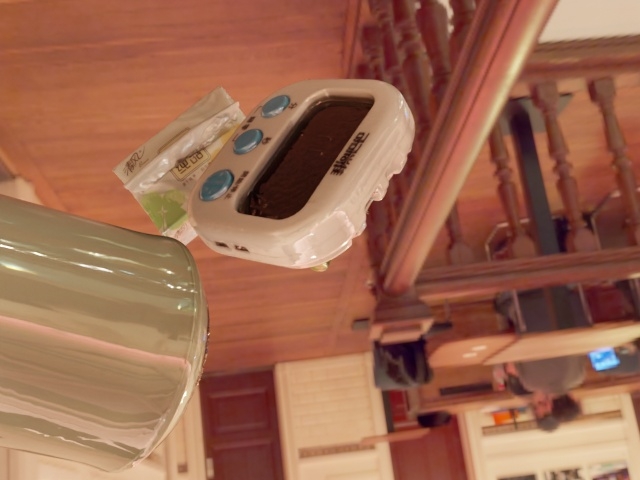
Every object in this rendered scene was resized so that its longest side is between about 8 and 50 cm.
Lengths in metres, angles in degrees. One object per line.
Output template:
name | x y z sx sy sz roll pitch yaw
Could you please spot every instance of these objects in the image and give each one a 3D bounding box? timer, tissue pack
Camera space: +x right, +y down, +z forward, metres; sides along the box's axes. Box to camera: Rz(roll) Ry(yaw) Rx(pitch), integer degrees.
timer | -0.022 -0.080 0.996 0.237 0.262 0.087 11 147 39
tissue pack | -0.203 -0.127 1.379 0.229 0.159 0.145 -39 165 -1

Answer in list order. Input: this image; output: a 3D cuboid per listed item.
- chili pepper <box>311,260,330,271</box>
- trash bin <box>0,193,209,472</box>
chili pepper | 0.000 0.000 1.324 0.050 0.052 0.201 8 154 -3
trash bin | -0.332 0.087 0.906 0.432 0.280 0.280 20 149 -35
